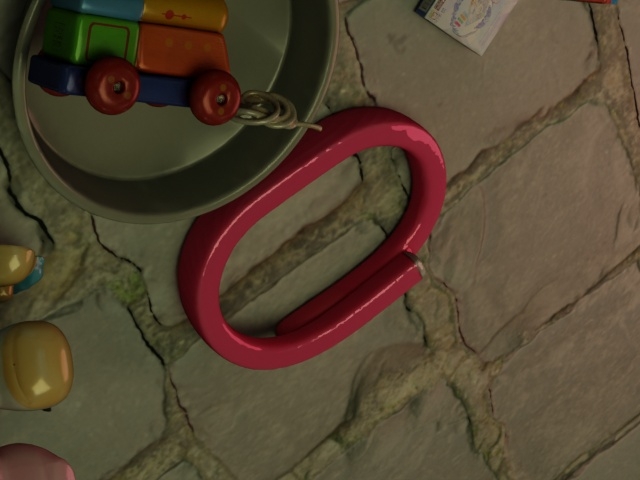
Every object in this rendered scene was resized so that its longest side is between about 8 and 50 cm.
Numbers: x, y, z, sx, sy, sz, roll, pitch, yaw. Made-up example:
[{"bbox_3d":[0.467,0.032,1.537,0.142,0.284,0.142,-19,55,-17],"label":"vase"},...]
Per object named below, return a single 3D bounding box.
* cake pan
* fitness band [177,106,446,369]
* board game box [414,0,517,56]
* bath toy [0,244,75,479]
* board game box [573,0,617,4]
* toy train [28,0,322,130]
[{"bbox_3d":[-0.121,-0.154,1.216,0.293,0.054,0.293,-18,127,-26],"label":"cake pan"},{"bbox_3d":[0.000,0.000,1.403,0.291,0.054,0.209,-37,133,-13],"label":"fitness band"},{"bbox_3d":[0.143,-0.229,1.381,0.090,0.020,0.090,26,100,-42],"label":"board game box"},{"bbox_3d":[-0.256,0.182,1.172,0.151,0.348,0.129,-10,169,17],"label":"bath toy"},{"bbox_3d":[0.018,-0.267,1.068,0.302,0.308,0.086,-2,118,-36],"label":"board game box"},{"bbox_3d":[-0.091,-0.165,1.135,0.248,0.105,0.143,3,102,-37],"label":"toy train"}]
